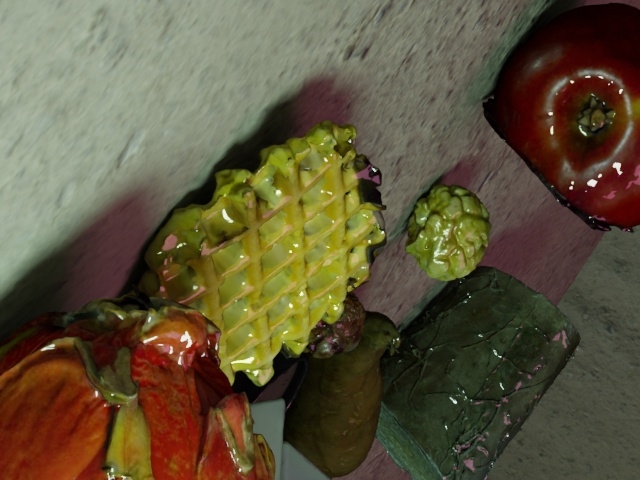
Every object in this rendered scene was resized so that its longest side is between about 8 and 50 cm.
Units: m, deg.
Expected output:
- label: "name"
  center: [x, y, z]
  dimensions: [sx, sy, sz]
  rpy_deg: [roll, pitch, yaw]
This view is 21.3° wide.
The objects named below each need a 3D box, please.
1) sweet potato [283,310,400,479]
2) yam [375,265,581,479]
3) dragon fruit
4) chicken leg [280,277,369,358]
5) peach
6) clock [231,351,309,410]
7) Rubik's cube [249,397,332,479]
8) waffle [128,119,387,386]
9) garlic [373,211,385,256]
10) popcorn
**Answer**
- label: "sweet potato"
  center: [0.025, 0.184, 2.122]
  dimensions: [0.130, 0.130, 0.422]
  rpy_deg: [-43, 164, -31]
- label: "yam"
  center: [0.224, 0.216, 2.605]
  dimensions: [0.348, 0.241, 0.241]
  rpy_deg: [-48, 166, -20]
- label: "dragon fruit"
  center: [-0.171, 0.202, 1.248]
  dimensions: [0.277, 0.277, 0.342]
  rpy_deg: [-6, 94, -71]
- label: "chicken leg"
  center: [-0.010, 0.076, 1.881]
  dimensions: [0.196, 0.080, 0.125]
  rpy_deg: [-2, 119, -63]
- label: "peach"
  center: [0.362, -0.166, 2.045]
  dimensions: [0.201, 0.258, 0.362]
  rpy_deg: [-52, 164, 24]
- label: "clock"
  center: [-0.081, 0.197, 2.004]
  dimensions: [0.184, 0.040, 0.184]
  rpy_deg: [-47, 165, -17]
- label: "Rubik's cube"
  center: [-0.124, 0.345, 1.612]
  dimensions: [0.387, 0.368, 0.358]
  rpy_deg: [-88, -160, -49]
- label: "waffle"
  center: [-0.049, 0.027, 1.518]
  dimensions: [0.307, 0.060, 0.312]
  rpy_deg: [-49, 154, 12]
- label: "garlic"
  center: [0.012, -0.008, 1.703]
  dimensions: [0.101, 0.087, 0.195]
  rpy_deg: [-39, 170, 9]
- label: "popcorn"
  center: [0.156, -0.012, 2.133]
  dimensions: [0.116, 0.120, 0.106]
  rpy_deg: [-25, -160, -9]
